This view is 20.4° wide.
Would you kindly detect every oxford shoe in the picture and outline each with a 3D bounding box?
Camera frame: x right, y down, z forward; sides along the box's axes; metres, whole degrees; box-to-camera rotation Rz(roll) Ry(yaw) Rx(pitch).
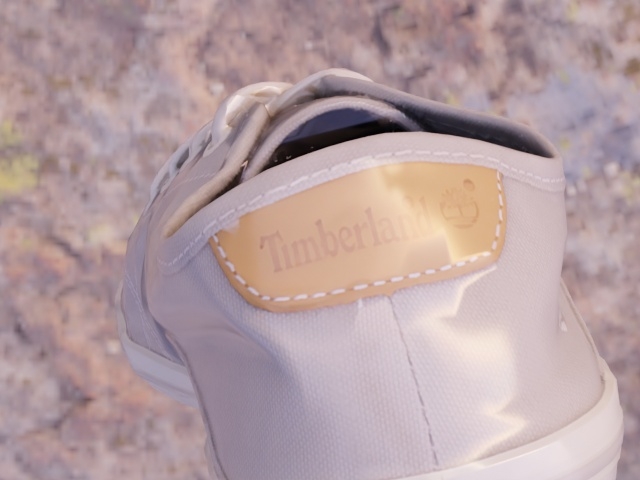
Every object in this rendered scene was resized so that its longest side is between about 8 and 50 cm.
[{"bbox_3d":[0.000,0.000,0.666,0.169,0.449,0.130,-16,99,-5],"label":"oxford shoe"}]
